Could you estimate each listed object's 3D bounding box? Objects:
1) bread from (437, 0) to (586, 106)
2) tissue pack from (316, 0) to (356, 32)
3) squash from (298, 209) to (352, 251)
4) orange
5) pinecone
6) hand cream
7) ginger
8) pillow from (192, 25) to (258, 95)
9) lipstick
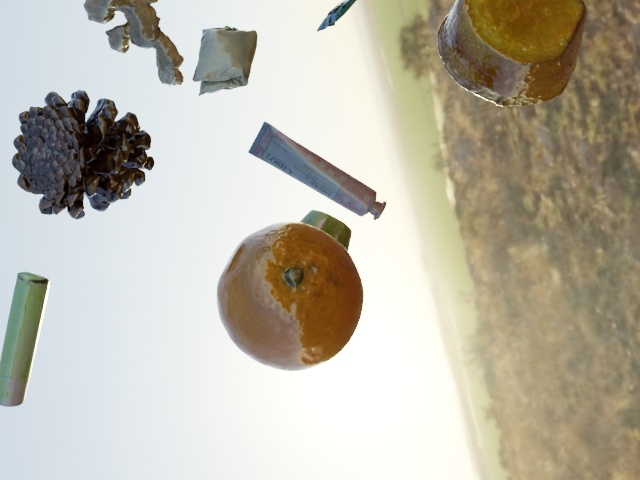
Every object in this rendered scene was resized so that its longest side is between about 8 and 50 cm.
[{"bbox_3d":[0.394,-0.424,1.676,0.172,0.312,0.312,99,161,-62],"label":"bread"},{"bbox_3d":[0.048,-0.579,2.058,0.028,0.138,0.085,49,155,-21],"label":"tissue pack"},{"bbox_3d":[0.000,0.000,2.079,0.122,0.170,0.170,-62,-16,-10],"label":"squash"},{"bbox_3d":[-0.062,0.113,1.699,0.312,0.312,0.312,-15,-90,-84],"label":"orange"},{"bbox_3d":[-0.623,-0.233,2.262,0.384,0.384,0.384,-15,-90,-84],"label":"pinecone"},{"bbox_3d":[-0.001,-0.094,1.167,0.067,0.210,0.043,-56,7,46],"label":"hand cream"},{"bbox_3d":[-0.349,-0.393,1.564,0.258,0.149,0.065,65,-152,-48],"label":"ginger"},{"bbox_3d":[-0.219,-0.417,1.897,0.078,0.134,0.181,72,-160,-52],"label":"pillow"},{"bbox_3d":[-0.672,0.219,1.844,0.076,0.076,0.304,-71,-5,-80],"label":"lipstick"}]
